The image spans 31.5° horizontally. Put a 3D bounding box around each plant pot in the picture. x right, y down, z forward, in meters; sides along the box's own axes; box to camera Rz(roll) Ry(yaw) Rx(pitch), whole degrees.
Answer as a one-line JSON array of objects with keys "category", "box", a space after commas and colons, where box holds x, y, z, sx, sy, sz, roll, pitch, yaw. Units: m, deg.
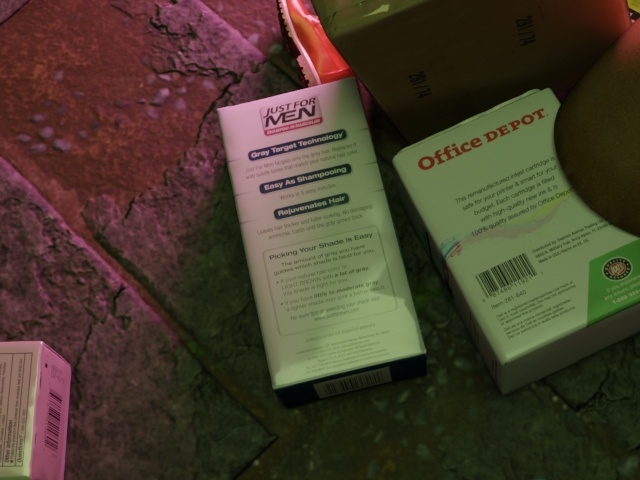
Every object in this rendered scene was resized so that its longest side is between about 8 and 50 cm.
[{"category": "plant pot", "box": [0.394, -0.160, 1.148, 0.237, 0.254, 0.237, 6, 58, -9]}]

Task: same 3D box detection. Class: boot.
[{"category": "boot", "box": [-0.004, -0.259, 1.436, 0.084, 0.059, 0.158, -22, 77, -6]}]

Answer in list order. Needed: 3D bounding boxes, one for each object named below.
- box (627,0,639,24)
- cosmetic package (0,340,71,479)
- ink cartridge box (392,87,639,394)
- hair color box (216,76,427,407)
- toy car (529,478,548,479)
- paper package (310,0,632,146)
[{"category": "box", "box": [0.400, -0.317, 1.409, 0.087, 0.058, 0.232, 33, 76, 17]}, {"category": "cosmetic package", "box": [-0.449, 0.205, 1.275, 0.309, 0.113, 0.160, -1, 69, 6]}, {"category": "ink cartridge box", "box": [0.229, -0.003, 1.268, 0.201, 0.117, 0.278, -24, 64, -3]}, {"category": "hair color box", "box": [0.000, 0.000, 1.307, 0.174, 0.105, 0.347, -13, 69, 1]}, {"category": "toy car", "box": [0.153, 0.385, 1.080, 0.238, 0.210, 0.219, -19, 59, -8]}, {"category": "paper package", "box": [0.166, -0.275, 1.247, 0.309, 0.325, 0.168, -20, 68, 15]}]
